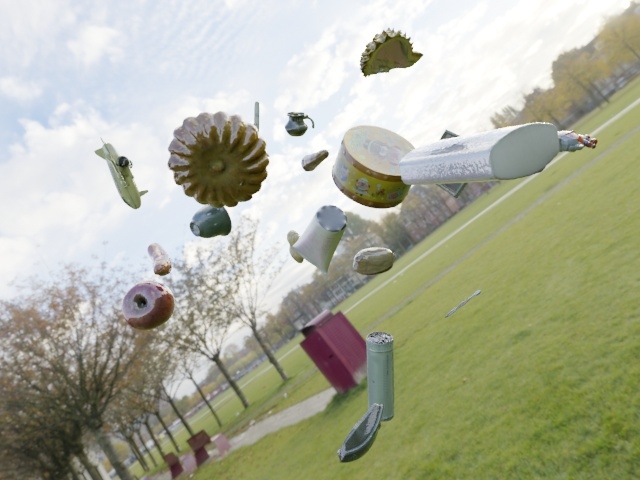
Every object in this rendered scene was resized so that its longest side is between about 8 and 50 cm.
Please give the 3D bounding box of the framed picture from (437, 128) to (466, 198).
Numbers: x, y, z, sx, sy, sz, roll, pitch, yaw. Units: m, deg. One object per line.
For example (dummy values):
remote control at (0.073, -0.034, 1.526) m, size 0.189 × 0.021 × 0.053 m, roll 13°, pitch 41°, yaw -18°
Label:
framed picture at (0.598, -0.360, 1.942) m, size 0.247 × 0.022 × 0.335 m, roll -58°, pitch 30°, yaw 15°

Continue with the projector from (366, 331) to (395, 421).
projector at (0.235, 0.529, 1.647) m, size 0.108 × 0.338 × 0.108 m, roll -3°, pitch 14°, yaw 1°

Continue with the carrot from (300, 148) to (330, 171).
carrot at (-0.017, -0.352, 1.812) m, size 0.078 × 0.078 × 0.298 m, roll -35°, pitch 9°, yaw -17°

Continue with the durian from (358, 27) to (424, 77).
durian at (0.198, -0.530, 1.182) m, size 0.224 × 0.078 × 0.140 m, roll -14°, pitch -33°, yaw -33°

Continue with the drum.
drum at (0.277, -0.376, 2.122) m, size 0.431 × 0.431 × 0.214 m, roll -31°, pitch -26°, yaw -37°

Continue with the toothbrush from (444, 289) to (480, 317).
toothbrush at (0.622, 0.279, 1.855) m, size 0.193 × 0.013 × 0.019 m, roll -39°, pitch -40°, yaw 7°

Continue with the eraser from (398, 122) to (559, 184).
eraser at (0.306, -0.167, 0.858) m, size 0.174 × 0.095 × 0.270 m, roll -20°, pitch 12°, yaw -21°

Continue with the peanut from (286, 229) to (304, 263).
peanut at (-0.130, 0.034, 2.259) m, size 0.082 × 0.187 × 0.082 m, roll -8°, pitch 12°, yaw 2°

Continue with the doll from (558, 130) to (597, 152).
doll at (0.743, -0.294, 1.256) m, size 0.194 × 0.104 × 0.062 m, roll -8°, pitch -32°, yaw -28°

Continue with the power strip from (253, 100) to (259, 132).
power strip at (-0.299, -0.558, 1.973) m, size 0.028 × 0.169 × 0.076 m, roll 2°, pitch -17°, yaw -12°

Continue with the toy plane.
toy plane at (-0.659, -0.221, 1.413) m, size 0.092 × 0.244 × 0.229 m, roll -32°, pitch 11°, yaw -14°

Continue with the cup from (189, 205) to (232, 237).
cup at (-0.551, -0.084, 2.051) m, size 0.150 × 0.199 × 0.199 m, roll -34°, pitch -8°, yaw -44°

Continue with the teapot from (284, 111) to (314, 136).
teapot at (-0.113, -0.627, 2.270) m, size 0.165 × 0.130 × 0.119 m, roll -9°, pitch -58°, yaw -16°

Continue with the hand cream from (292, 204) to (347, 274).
hand cream at (0.000, 0.000, 1.622) m, size 0.118 × 0.185 × 0.359 m, roll -51°, pitch -6°, yaw -32°

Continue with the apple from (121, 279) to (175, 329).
apple at (-0.518, 0.195, 1.285) m, size 0.153 × 0.153 × 0.120 m, roll -37°, pitch -22°, yaw -5°

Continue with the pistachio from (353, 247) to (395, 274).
pistachio at (0.257, 0.103, 2.047) m, size 0.205 × 0.132 × 0.130 m, roll -5°, pitch -22°, yaw -2°

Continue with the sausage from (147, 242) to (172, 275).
sausage at (-0.707, 0.086, 1.870) m, size 0.326 × 0.087 × 0.079 m, roll 32°, pitch 100°, yaw 58°

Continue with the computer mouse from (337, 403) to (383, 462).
computer mouse at (0.136, 0.593, 1.295) m, size 0.231 × 0.071 × 0.126 m, roll -32°, pitch -31°, yaw -42°

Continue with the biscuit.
biscuit at (-0.323, -0.246, 1.342) m, size 0.325 × 0.325 × 0.107 m, roll -39°, pitch 25°, yaw 16°
